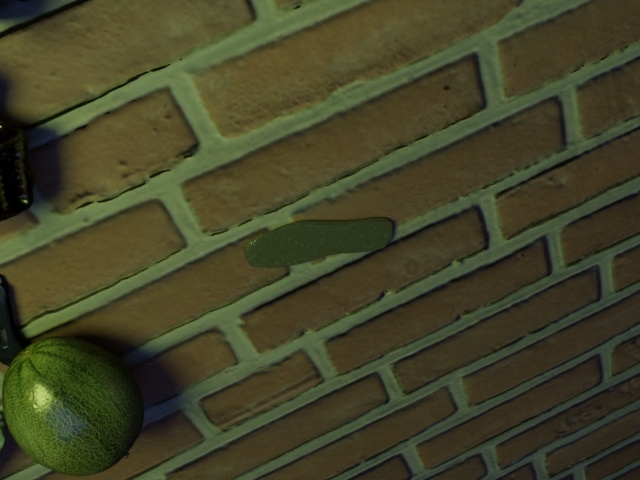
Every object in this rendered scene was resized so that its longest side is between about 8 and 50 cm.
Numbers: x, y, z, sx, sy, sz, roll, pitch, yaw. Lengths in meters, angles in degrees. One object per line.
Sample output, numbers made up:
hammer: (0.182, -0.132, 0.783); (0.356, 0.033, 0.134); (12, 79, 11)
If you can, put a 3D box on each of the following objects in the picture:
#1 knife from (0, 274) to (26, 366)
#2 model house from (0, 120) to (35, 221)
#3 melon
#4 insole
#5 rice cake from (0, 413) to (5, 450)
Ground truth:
knife: (-0.355, 0.092, 0.688); (0.031, 0.018, 0.121); (0, 120, -11)
model house: (-0.339, -0.078, 0.534); (0.152, 0.106, 0.165); (-3, 125, -16)
melon: (-0.279, 0.195, 0.704); (0.139, 0.139, 0.192); (-28, 122, -1)
insole: (0.000, 0.000, 0.761); (0.192, 0.010, 0.063); (-8, 123, -16)
rice cake: (-0.498, 0.344, 0.765); (0.066, 0.063, 0.336); (27, 108, -35)
